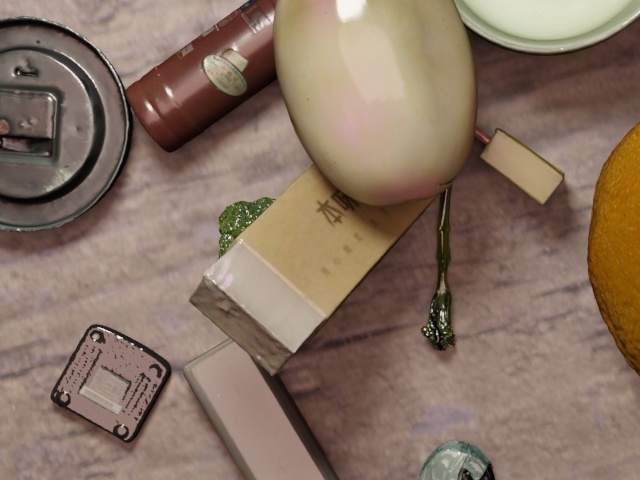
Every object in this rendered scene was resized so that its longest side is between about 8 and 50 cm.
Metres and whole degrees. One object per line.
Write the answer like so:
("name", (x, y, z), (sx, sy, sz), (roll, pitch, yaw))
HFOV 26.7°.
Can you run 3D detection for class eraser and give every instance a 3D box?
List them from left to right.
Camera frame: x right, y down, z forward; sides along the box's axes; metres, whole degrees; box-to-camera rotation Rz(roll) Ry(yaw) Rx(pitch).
("eraser", (0.000, 0.000, 1.599), (0.144, 0.078, 0.343), (41, 51, 2))

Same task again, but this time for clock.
("clock", (-0.379, -0.149, 1.736), (0.281, 0.055, 0.280), (0, 92, 5))

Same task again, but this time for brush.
("brush", (0.196, -0.131, 1.673), (0.233, 0.103, 0.047), (36, 99, 3))

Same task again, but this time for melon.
("melon", (0.063, -0.195, 1.541), (0.223, 0.223, 0.316), (-15, 92, 5))

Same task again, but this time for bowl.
("bowl", (0.272, -0.372, 1.623), (0.307, 0.163, 0.307), (0, 93, 5))

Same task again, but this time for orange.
("orange", (0.466, 0.006, 1.559), (0.322, 0.322, 0.357), (11, 103, 4))

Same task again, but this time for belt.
("belt", (0.173, 0.325, 1.717), (0.105, 0.058, 0.140), (4, 97, 10))

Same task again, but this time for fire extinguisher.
("fire extinguisher", (-0.083, -0.249, 1.668), (0.344, 0.138, 0.102), (-35, 74, 6))

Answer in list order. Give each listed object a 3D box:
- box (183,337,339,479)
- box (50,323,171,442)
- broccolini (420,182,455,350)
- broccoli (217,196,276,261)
("box", (-0.074, 0.242, 1.731), (0.103, 0.055, 0.243), (-31, 90, 6))
("box", (-0.273, 0.185, 1.758), (0.126, 0.027, 0.125), (29, 94, 2))
("broccolini", (0.160, 0.032, 1.719), (0.042, 0.044, 0.218), (6, 88, 19))
("broccoli", (-0.072, 0.025, 1.686), (0.138, 0.146, 0.162), (-29, 75, 43))
